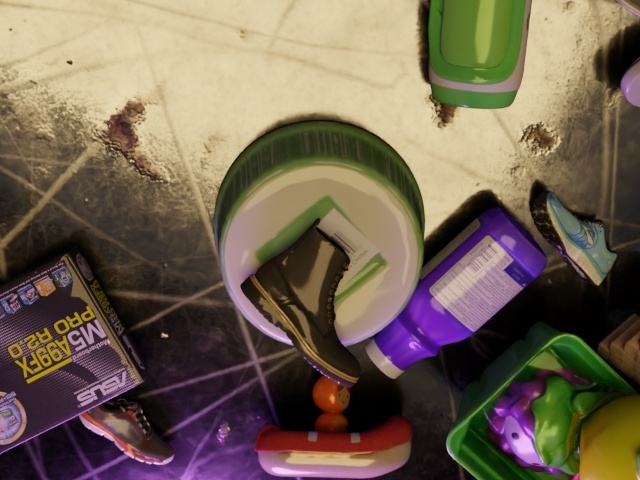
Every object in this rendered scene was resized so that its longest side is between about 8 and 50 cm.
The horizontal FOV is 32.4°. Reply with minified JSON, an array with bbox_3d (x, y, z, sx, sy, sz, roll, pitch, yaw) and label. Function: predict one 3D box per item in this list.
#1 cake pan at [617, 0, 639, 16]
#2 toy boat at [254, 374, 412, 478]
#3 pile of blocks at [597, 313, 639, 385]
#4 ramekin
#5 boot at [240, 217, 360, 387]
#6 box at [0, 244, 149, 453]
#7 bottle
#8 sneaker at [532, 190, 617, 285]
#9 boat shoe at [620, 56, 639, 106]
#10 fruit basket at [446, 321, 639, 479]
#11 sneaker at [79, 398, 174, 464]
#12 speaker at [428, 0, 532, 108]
[{"bbox_3d":[0.469,-0.409,1.389,0.293,0.054,0.293,0,91,4],"label":"cake pan"},{"bbox_3d":[0.020,0.271,1.619,0.231,0.151,0.151,2,80,-2],"label":"toy boat"},{"bbox_3d":[0.571,0.095,1.543,0.362,0.149,0.112,-13,139,-11],"label":"pile of blocks"},{"bbox_3d":[0.000,0.000,1.504,0.303,0.148,0.303,-1,109,-2],"label":"ramekin"},{"bbox_3d":[0.013,0.082,1.418,0.137,0.077,0.198,-44,106,7],"label":"boot"},{"bbox_3d":[-0.416,0.162,1.580,0.270,0.060,0.216,-26,100,7],"label":"box"},{"bbox_3d":[0.186,0.082,1.567,0.118,0.092,0.283,42,103,-18],"label":"bottle"},{"bbox_3d":[0.364,-0.014,1.568,0.073,0.063,0.162,-43,110,-6],"label":"sneaker"},{"bbox_3d":[0.509,-0.274,1.457,0.267,0.088,0.096,-32,138,6],"label":"boat shoe"},{"bbox_3d":[0.388,0.309,1.510,0.392,0.392,0.283,42,103,-14],"label":"fruit basket"},{"bbox_3d":[-0.280,0.276,1.639,0.158,0.061,0.065,32,99,-12],"label":"sneaker"},{"bbox_3d":[0.210,-0.325,1.413,0.131,0.131,0.296,3,109,-3],"label":"speaker"}]
